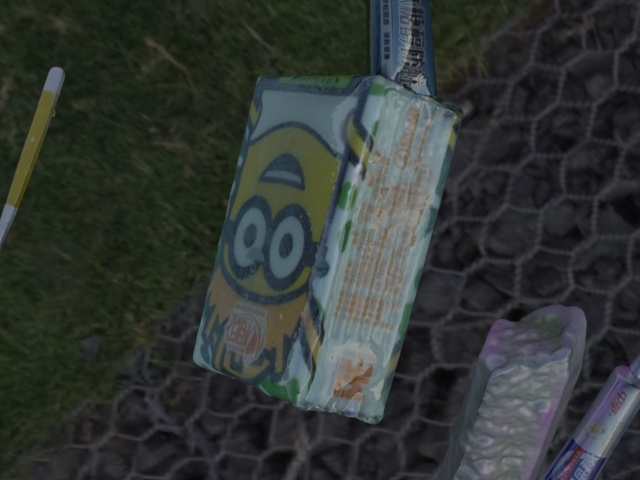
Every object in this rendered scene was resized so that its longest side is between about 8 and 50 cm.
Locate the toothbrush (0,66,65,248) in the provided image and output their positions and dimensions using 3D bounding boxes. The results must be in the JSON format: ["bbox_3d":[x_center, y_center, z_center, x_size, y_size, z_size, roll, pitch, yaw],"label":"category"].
[{"bbox_3d":[-0.330,-0.057,1.513,0.021,0.024,0.288,15,76,5],"label":"toothbrush"}]

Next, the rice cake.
[{"bbox_3d":[0.083,0.122,0.700,0.049,0.270,0.055,7,49,-1],"label":"rice cake"}]

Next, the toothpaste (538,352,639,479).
[{"bbox_3d":[0.188,0.148,0.975,0.045,0.028,0.170,31,115,11],"label":"toothpaste"}]

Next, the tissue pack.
[{"bbox_3d":[0.000,0.000,1.341,0.228,0.128,0.311,12,87,59],"label":"tissue pack"}]

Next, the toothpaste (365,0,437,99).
[{"bbox_3d":[0.080,-0.262,1.474,0.061,0.098,0.392,14,110,63],"label":"toothpaste"}]
